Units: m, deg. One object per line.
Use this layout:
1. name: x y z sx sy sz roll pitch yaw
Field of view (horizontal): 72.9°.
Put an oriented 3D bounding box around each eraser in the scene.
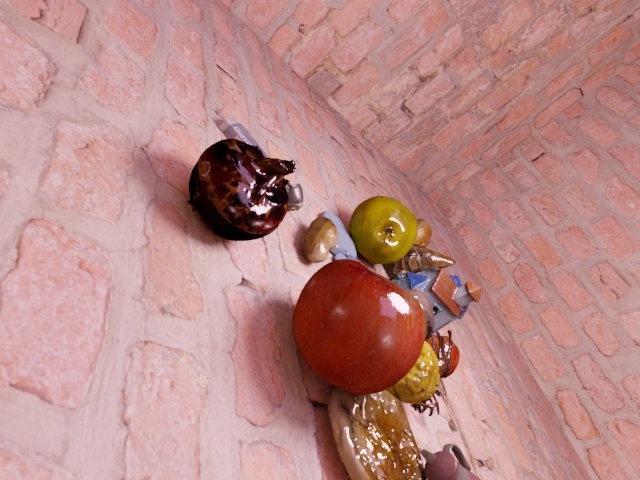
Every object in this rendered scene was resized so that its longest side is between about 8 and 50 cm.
1. eraser: -0.272 -0.349 1.575 0.213 0.046 0.092 50 24 -5

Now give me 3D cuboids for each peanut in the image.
1. peanut: 0.000 0.000 1.500 0.120 0.110 0.237 53 24 -20

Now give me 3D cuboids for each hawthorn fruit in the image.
1. hawthorn fruit: 0.447 0.462 1.639 0.162 0.162 0.204 42 40 -22

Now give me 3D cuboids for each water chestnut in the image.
1. water chestnut: -0.193 -0.144 1.149 0.300 0.300 0.300 41 26 -25

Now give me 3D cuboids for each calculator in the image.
1. calculator: 0.070 -0.006 1.719 0.188 0.042 0.303 36 25 -34

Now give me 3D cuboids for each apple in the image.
1. apple: 0.094 0.213 1.099 0.348 0.277 0.348 30 1 -1

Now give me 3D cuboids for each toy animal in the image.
1. toy animal: 0.402 0.444 1.466 0.243 0.087 0.261 5 86 -49

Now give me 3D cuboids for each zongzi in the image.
1. zongzi: 0.466 0.070 2.033 0.286 0.287 0.134 -76 162 -72

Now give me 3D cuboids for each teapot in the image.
1. teapot: -0.094 -0.154 1.578 0.124 0.092 0.091 -22 92 -59

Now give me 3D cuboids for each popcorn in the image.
1. popcorn: 0.266 0.379 1.324 0.225 0.200 0.203 -36 110 -30

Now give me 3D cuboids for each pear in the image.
1. pear: 0.261 -0.054 1.869 0.287 0.287 0.375 48 9 -8

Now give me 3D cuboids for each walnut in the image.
1. walnut: 0.310 0.282 1.558 0.224 0.224 0.224 41 26 -25

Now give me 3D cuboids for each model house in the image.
1. model house: 0.492 0.209 1.832 0.295 0.329 0.252 43 28 -23

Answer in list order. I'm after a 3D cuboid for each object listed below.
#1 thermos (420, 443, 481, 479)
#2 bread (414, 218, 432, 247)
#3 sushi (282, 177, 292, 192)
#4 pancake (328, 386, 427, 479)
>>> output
1. thermos: 0.372 0.660 1.139 0.265 0.145 0.176 55 32 -16
2. bread: 0.523 -0.022 2.381 0.171 0.192 0.314 53 23 6
3. sushi: -0.177 -0.170 1.404 0.115 0.147 0.212 45 6 -1
4. pancake: 0.153 0.509 1.086 0.387 0.082 0.387 46 21 -23
